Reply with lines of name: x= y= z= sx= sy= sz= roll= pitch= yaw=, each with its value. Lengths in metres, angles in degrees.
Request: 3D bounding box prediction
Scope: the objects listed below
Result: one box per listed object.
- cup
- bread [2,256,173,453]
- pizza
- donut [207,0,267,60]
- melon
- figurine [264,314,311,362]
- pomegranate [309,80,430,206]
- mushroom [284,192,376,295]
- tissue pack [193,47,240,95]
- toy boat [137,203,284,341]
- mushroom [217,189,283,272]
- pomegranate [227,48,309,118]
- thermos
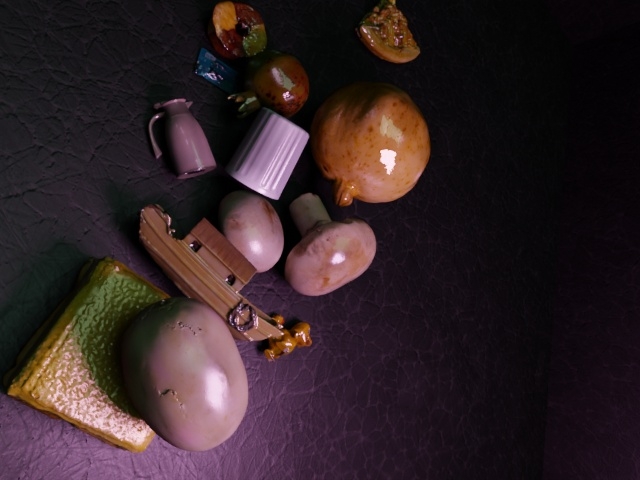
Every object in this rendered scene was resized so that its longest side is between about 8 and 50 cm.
cup: x=-0.148 y=-0.245 z=1.384 sx=0.166 sy=0.221 sz=0.202 roll=26 pitch=100 yaw=-28
bread: x=-0.438 y=0.245 z=1.093 sx=0.323 sy=0.143 sz=0.333 roll=45 pitch=57 yaw=-30
pizza: x=0.267 y=-0.759 z=1.919 sx=0.268 sy=0.087 sz=0.258 roll=51 pitch=57 yaw=-28
donut: x=-0.240 y=-0.589 z=1.433 sx=0.184 sy=0.073 sz=0.166 roll=-37 pitch=108 yaw=-40
melon: x=-0.268 y=0.261 z=1.007 sx=0.223 sy=0.222 sz=0.317 roll=-31 pitch=108 yaw=-40
figurine: x=-0.097 y=0.264 z=1.449 sx=0.176 sy=0.121 sz=0.122 roll=-7 pitch=62 yaw=-56
pomegranate: x=0.140 y=-0.277 z=1.551 sx=0.409 sy=0.409 sz=0.411 roll=7 pitch=80 yaw=-42
mushroom: x=0.000 y=0.000 z=1.459 sx=0.292 sy=0.292 sz=0.290 roll=-17 pitch=71 yaw=-42
tissue pack: x=-0.282 y=-0.466 z=1.410 sx=0.138 sy=0.027 sz=0.085 roll=27 pitch=66 yaw=-40
toy boat: x=-0.257 y=0.078 z=1.226 sx=0.162 sy=0.136 sz=0.445 roll=-43 pitch=99 yaw=-3
mushroom: x=-0.197 y=-0.022 z=1.343 sx=0.226 sy=0.177 sz=0.227 roll=-13 pitch=90 yaw=-75
pomegranate: x=-0.147 y=-0.437 z=1.417 sx=0.245 sy=0.198 sz=0.199 roll=-10 pitch=91 yaw=-39
thermos: x=-0.358 y=-0.257 z=1.272 sx=0.137 sy=0.105 sz=0.193 roll=-19 pitch=94 yaw=-11
